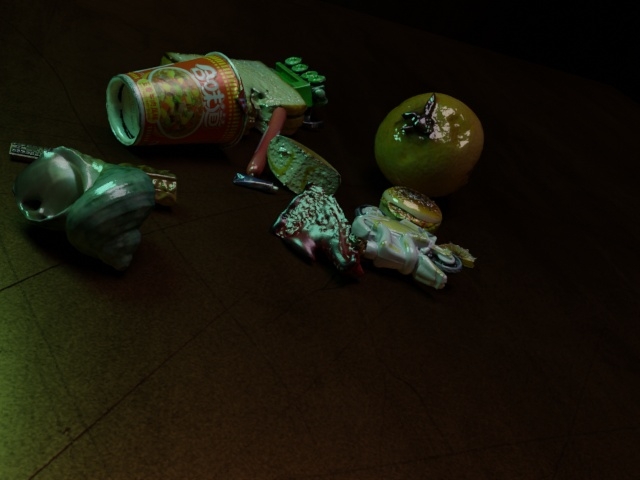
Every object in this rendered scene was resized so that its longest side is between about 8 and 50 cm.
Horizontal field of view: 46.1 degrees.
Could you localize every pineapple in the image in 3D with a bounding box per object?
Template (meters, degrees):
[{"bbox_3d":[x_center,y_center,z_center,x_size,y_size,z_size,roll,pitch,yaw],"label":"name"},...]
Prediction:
[{"bbox_3d":[0.253,0.024,1.417,0.083,0.019,0.045,20,30,4],"label":"pineapple"}]

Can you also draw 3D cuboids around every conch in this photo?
[{"bbox_3d":[-0.317,-0.047,1.048,0.176,0.122,0.188,-23,44,-26],"label":"conch"}]

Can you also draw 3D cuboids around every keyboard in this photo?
[{"bbox_3d":[-0.442,-0.139,1.239,0.129,0.015,0.049,9,29,-21],"label":"keyboard"}]

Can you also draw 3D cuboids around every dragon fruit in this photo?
[{"bbox_3d":[0.008,-0.016,1.241,0.122,0.092,0.192,1,33,-33],"label":"dragon fruit"}]

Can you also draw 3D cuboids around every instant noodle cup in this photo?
[{"bbox_3d":[-0.275,-0.252,1.410,0.212,0.193,0.193,-16,44,-39],"label":"instant noodle cup"}]

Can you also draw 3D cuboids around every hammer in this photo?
[{"bbox_3d":[-0.027,-0.313,1.837,0.078,0.021,0.201,13,27,-4],"label":"hammer"}]

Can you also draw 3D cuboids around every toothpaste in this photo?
[{"bbox_3d":[-0.119,-0.105,1.399,0.083,0.019,0.027,16,51,-8],"label":"toothpaste"}]

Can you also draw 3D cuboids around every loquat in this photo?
[{"bbox_3d":[0.227,-0.204,1.590,0.244,0.244,0.244,16,27,-9],"label":"loquat"}]

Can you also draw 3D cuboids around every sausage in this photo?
[{"bbox_3d":[-0.106,-0.197,1.505,0.034,0.034,0.253,20,42,-2],"label":"sausage"}]

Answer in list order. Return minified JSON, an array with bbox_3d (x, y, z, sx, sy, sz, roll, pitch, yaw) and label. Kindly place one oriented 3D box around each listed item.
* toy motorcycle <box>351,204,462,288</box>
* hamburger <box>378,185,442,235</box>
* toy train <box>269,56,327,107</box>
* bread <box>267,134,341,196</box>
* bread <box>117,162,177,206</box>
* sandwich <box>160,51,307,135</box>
[{"bbox_3d":[0.132,0.009,1.305,0.229,0.074,0.151,36,33,24],"label":"toy motorcycle"},{"bbox_3d":[0.170,-0.054,1.435,0.126,0.081,0.141,33,28,22],"label":"hamburger"},{"bbox_3d":[-0.069,-0.389,1.870,0.119,0.085,0.251,-16,31,-16],"label":"toy train"},{"bbox_3d":[-0.034,-0.144,1.456,0.157,0.083,0.094,30,25,-7],"label":"bread"},{"bbox_3d":[-0.289,-0.091,1.214,0.110,0.060,0.066,7,59,-22],"label":"bread"},{"bbox_3d":[-0.183,-0.319,1.664,0.273,0.095,0.249,-7,40,-43],"label":"sandwich"}]
